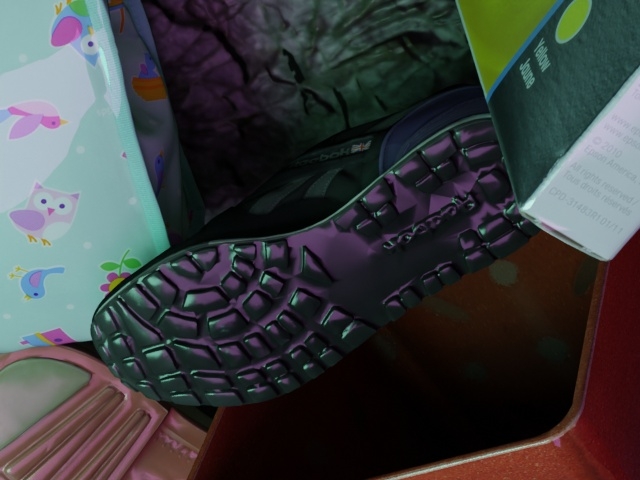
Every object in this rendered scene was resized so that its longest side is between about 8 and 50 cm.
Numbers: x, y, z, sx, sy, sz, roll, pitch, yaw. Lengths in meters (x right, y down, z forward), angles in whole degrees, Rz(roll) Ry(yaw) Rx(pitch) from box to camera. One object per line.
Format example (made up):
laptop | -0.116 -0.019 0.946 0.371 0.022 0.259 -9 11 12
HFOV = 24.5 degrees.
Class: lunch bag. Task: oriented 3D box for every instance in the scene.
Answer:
lunch bag | -0.203 -0.065 0.902 0.224 0.160 0.262 -10 127 6

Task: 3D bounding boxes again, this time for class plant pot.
plant pot | 0.115 0.123 0.895 0.267 0.267 0.235 -20 121 34

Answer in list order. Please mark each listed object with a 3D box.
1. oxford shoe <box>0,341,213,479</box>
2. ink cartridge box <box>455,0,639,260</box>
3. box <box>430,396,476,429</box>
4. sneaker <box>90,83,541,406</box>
oxford shoe | -0.091 0.185 1.074 0.140 0.146 0.397 -46 111 -2
ink cartridge box | 0.189 -0.188 0.743 0.072 0.303 0.307 27 117 -17
box | 0.096 0.138 1.090 0.232 0.058 0.087 -21 120 12
sneaker | 0.000 0.000 0.873 0.283 0.124 0.107 -25 114 7
